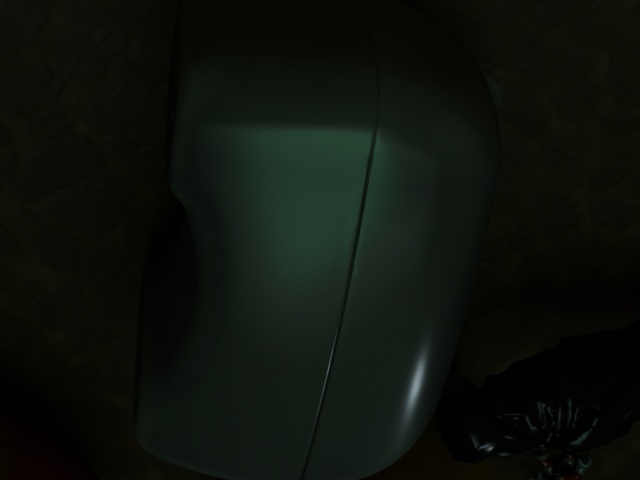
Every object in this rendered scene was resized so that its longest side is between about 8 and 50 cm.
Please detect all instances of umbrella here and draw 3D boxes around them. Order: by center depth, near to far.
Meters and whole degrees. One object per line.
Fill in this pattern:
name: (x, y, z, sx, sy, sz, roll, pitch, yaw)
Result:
umbrella: (0.252, 0.103, 1.089, 0.357, 0.113, 0.106, -17, 132, -19)

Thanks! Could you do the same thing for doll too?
doll: (0.217, 0.234, 1.257, 0.057, 0.039, 0.114, -30, 122, -39)

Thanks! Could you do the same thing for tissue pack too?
tissue pack: (0.000, 0.000, 0.966, 0.236, 0.229, 0.333, 6, 121, -8)

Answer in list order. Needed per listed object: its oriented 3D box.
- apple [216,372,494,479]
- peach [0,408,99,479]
apple: (0.056, 0.259, 1.172, 0.252, 0.314, 0.309, -39, 135, -32)
peach: (-0.274, 0.264, 1.095, 0.245, 0.248, 0.275, -32, 127, -17)
